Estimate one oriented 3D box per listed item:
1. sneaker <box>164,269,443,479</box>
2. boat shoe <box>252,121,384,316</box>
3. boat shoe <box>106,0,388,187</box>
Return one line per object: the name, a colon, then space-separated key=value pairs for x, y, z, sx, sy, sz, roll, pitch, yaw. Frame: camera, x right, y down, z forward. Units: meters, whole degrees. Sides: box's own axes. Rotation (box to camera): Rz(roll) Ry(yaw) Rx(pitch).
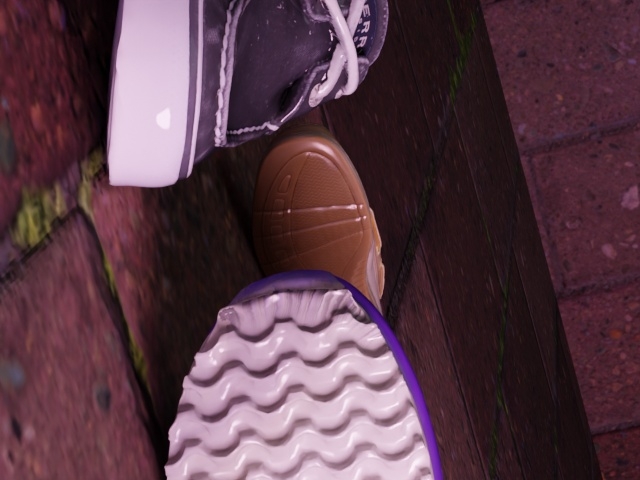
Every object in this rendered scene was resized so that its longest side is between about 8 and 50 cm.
sneaker: x=0.010 y=0.138 z=0.680 sx=0.146 sy=0.102 sz=0.293 roll=-81 pitch=160 yaw=-71
boat shoe: x=0.000 y=0.000 z=0.860 sx=0.059 sy=0.063 sz=0.170 roll=-94 pitch=175 yaw=-48
boat shoe: x=-0.023 y=-0.097 z=0.693 sx=0.301 sy=0.102 sz=0.108 roll=-77 pitch=175 yaw=-70
